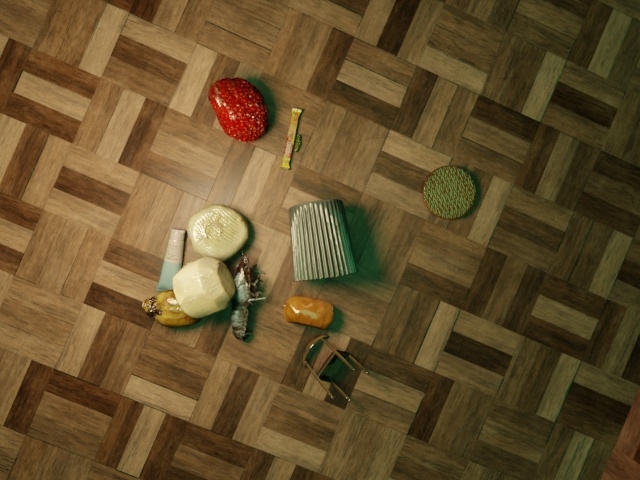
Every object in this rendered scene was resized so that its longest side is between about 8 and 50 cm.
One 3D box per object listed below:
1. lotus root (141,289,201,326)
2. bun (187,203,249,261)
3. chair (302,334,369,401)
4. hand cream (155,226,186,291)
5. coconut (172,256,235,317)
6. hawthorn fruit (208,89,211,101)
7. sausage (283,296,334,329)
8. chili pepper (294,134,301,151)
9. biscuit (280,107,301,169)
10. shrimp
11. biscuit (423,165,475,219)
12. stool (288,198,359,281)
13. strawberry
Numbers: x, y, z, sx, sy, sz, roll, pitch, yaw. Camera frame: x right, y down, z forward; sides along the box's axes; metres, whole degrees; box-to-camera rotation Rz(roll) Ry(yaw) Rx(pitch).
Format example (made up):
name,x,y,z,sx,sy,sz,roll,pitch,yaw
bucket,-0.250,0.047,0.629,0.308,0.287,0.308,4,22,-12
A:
name,x,y,z,sx,sy,sz,roll,pitch,yaw
lotus root,-0.639,0.310,1.828,0.314,0.141,0.169,7,93,-12
bun,-0.467,-0.037,1.823,0.273,0.168,0.272,1,88,-15
chair,0.060,0.587,1.866,0.272,0.166,0.188,36,90,40
hand cream,-0.683,0.098,1.871,0.111,0.070,0.312,13,98,-5
coconut,-0.510,0.200,1.713,0.248,0.245,0.244,-20,92,9
hawthorn fruit,-0.482,-0.669,1.858,0.077,0.077,0.077,0,91,-3
sausage,-0.057,0.336,1.867,0.241,0.120,0.136,8,76,-3
chili pepper,-0.105,-0.460,1.902,0.027,0.022,0.083,8,94,-4
biscuit,-0.140,-0.478,1.897,0.048,0.026,0.291,11,91,0
shrimp,-0.346,0.258,1.839,0.222,0.166,0.410,9,85,24
biscuit,0.619,-0.230,1.934,0.262,0.037,0.261,0,91,-3
stool,0.000,0.000,1.787,0.298,0.297,0.329,-9,88,-3
strawberry,-0.355,-0.583,1.777,0.261,0.257,0.260,2,81,-10
